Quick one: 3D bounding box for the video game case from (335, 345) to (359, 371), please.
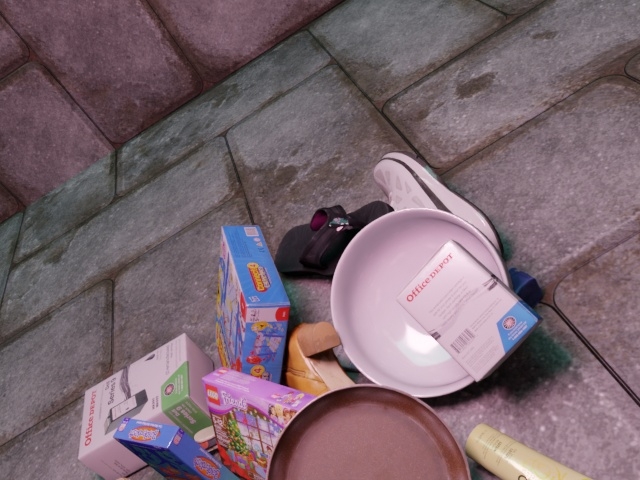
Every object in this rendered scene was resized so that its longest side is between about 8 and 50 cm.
[{"bbox_3d":[0.111,0.205,1.383,0.143,0.019,0.157,0,47,40],"label":"video game case"}]

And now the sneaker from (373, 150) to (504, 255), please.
[{"bbox_3d":[0.173,-0.034,1.485,0.257,0.169,0.447,-35,37,-4],"label":"sneaker"}]

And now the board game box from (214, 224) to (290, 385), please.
[{"bbox_3d":[-0.153,0.171,1.404,0.086,0.301,0.308,-1,29,-17],"label":"board game box"}]

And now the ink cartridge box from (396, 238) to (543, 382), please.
[{"bbox_3d":[0.243,0.113,1.094,0.190,0.082,0.139,46,105,23],"label":"ink cartridge box"}]

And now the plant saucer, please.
[{"bbox_3d":[0.072,0.378,1.019,0.311,0.050,0.310,-2,74,6],"label":"plant saucer"}]

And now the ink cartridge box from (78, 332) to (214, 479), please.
[{"bbox_3d":[-0.386,0.376,1.500,0.289,0.121,0.211,-31,34,7],"label":"ink cartridge box"}]

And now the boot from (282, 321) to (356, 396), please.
[{"bbox_3d":[0.000,0.303,1.281,0.104,0.295,0.211,-8,-14,-24],"label":"boot"}]

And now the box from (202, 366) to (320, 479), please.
[{"bbox_3d":[-0.088,0.356,1.207,0.293,0.200,0.057,5,21,43],"label":"box"}]

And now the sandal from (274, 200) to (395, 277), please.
[{"bbox_3d":[-0.001,0.002,1.531,0.446,0.107,0.167,-17,51,54],"label":"sandal"}]

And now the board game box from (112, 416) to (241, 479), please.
[{"bbox_3d":[-0.271,0.419,1.275,0.160,0.210,0.047,-5,46,37],"label":"board game box"}]

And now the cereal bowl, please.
[{"bbox_3d":[0.196,0.115,1.240,0.339,0.141,0.338,-3,82,25],"label":"cereal bowl"}]

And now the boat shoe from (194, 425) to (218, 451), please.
[{"bbox_3d":[-0.190,0.400,1.377,0.137,0.043,0.049,-19,24,-2],"label":"boat shoe"}]

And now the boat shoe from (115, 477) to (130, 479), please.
[{"bbox_3d":[-0.417,0.555,1.353,0.068,0.072,0.190,-30,34,7],"label":"boat shoe"}]

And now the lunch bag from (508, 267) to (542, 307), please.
[{"bbox_3d":[0.363,0.099,1.256,0.098,0.067,0.065,-42,35,-12],"label":"lunch bag"}]

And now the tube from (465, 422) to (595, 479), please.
[{"bbox_3d":[0.328,0.353,0.993,0.240,0.062,0.070,24,105,46],"label":"tube"}]
